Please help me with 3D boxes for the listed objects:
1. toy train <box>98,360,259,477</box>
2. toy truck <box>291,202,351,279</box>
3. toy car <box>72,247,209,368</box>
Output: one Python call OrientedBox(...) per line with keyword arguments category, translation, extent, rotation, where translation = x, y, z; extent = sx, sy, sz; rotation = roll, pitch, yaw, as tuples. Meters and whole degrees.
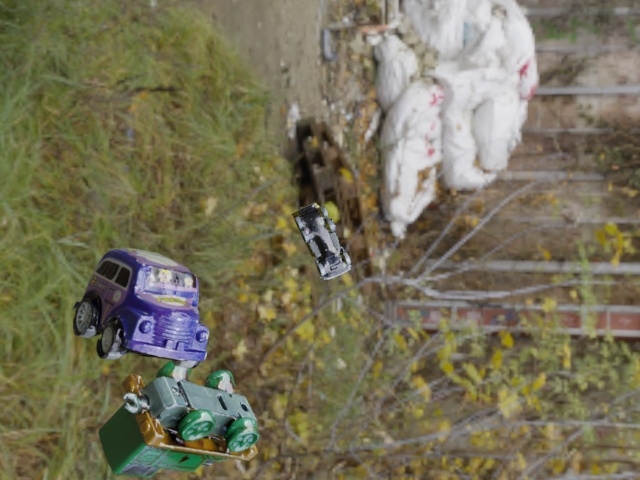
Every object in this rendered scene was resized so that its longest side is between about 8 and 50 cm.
OrientedBox(category="toy train", translation=(-0.308, 0.420, 1.857), extent=(0.429, 0.249, 0.178), rotation=(29, 22, -51))
OrientedBox(category="toy truck", translation=(0.000, 0.000, 1.276), extent=(0.063, 0.052, 0.123), rotation=(124, -58, -78))
OrientedBox(category="toy car", translation=(-0.274, 0.105, 1.327), extent=(0.172, 0.235, 0.158), rotation=(15, 96, -39))
